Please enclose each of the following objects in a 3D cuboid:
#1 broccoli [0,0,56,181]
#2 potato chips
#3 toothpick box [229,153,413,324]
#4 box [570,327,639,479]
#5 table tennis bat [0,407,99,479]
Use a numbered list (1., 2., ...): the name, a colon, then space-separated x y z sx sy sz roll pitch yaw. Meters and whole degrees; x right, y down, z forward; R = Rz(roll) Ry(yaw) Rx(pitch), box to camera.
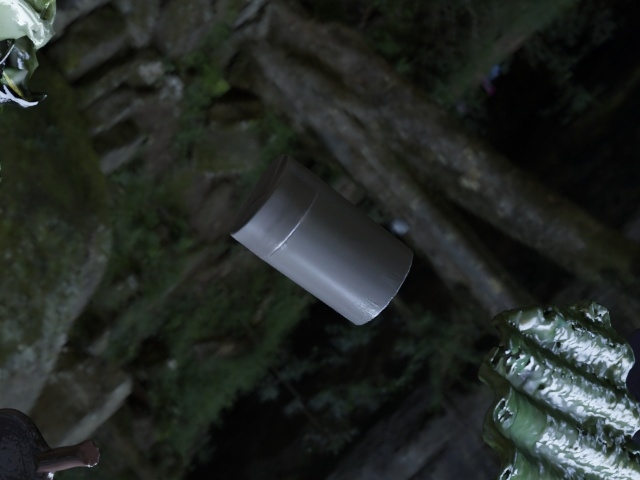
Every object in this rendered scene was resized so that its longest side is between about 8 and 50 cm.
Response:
1. broccoli: -0.295 -0.186 0.836 0.280 0.348 0.293 7 -123 28
2. potato chips: 0.200 0.241 1.116 0.097 0.373 0.389 15 -165 29
3. toothpick box: 0.000 0.000 1.349 0.111 0.180 0.111 -49 -166 17
4. box: 0.441 0.252 1.508 0.261 0.116 0.279 -40 -129 24
5. table tennis bat: -0.287 0.200 1.038 0.169 0.108 0.119 -18 172 37
